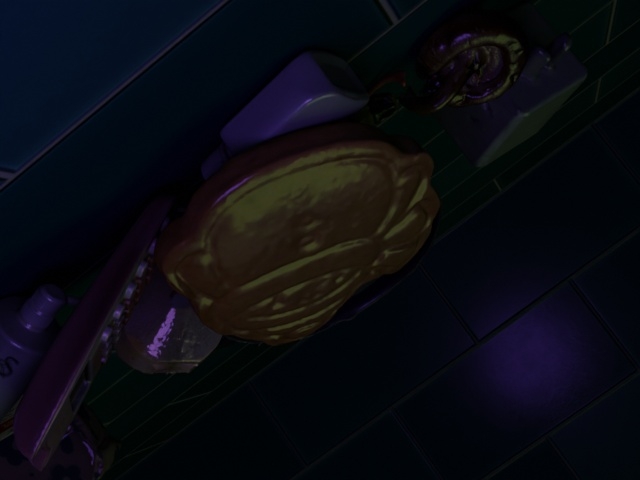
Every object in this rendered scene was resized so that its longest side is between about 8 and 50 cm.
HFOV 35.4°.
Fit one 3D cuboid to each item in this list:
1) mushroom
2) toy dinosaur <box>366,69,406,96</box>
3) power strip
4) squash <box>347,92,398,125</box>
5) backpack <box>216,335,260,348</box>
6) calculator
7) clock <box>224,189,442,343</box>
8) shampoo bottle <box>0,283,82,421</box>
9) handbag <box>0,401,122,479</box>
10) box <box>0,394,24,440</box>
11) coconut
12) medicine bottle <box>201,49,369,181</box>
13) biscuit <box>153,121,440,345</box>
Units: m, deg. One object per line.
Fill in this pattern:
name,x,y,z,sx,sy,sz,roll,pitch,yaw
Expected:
mushroom,0.171,-0.214,1.230,0.170,0.080,0.135,-31,134,7
toy dinosaur,0.011,-0.107,1.260,0.279,0.101,0.055,-32,148,29
power strip,0.255,-0.222,1.351,0.139,0.140,0.224,-31,168,-24
squash,-0.018,-0.102,1.202,0.252,0.066,0.066,-40,169,19
backpack,-0.127,0.099,1.560,0.258,0.133,0.206,-33,155,33
calculator,-0.237,0.087,1.087,0.329,0.048,0.220,-62,-179,-21
clock,0.000,0.012,1.256,0.325,0.067,0.325,-21,150,-13
shampoo bottle,-0.357,0.141,1.094,0.262,0.085,0.085,-48,166,24
handbag,-0.442,0.348,1.564,0.251,0.190,0.193,-41,180,3
box,-0.488,0.249,1.270,0.353,0.069,0.214,-29,168,-25
coconut,-0.200,0.103,1.328,0.147,0.147,0.153,-30,173,-31
medicine bottle,-0.042,-0.115,1.050,0.183,0.069,0.119,-42,165,24
biscuit,-0.010,0.003,1.114,0.312,0.057,0.351,-27,149,-3
